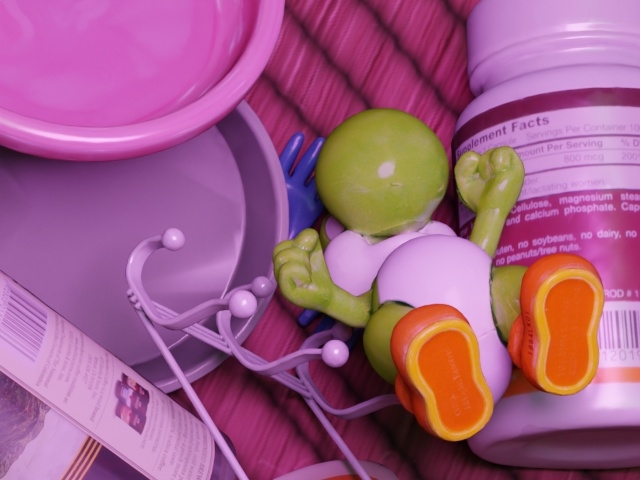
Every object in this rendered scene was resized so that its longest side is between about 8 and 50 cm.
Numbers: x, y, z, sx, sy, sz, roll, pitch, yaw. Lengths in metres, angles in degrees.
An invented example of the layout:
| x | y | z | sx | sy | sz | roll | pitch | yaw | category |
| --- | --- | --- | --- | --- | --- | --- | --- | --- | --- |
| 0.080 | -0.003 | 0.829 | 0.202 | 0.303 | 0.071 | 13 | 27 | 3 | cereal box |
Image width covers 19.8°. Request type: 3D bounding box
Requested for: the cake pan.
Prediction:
| x | y | z | sx | sy | sz | roll | pitch | yaw | category |
| --- | --- | --- | --- | --- | --- | --- | --- | --- | --- |
| -0.169 | -0.015 | 1.512 | 0.293 | 0.054 | 0.293 | -1 | 94 | -23 | cake pan |

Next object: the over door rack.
| x | y | z | sx | sy | sz | roll | pitch | yaw | category |
| --- | --- | --- | --- | --- | --- | --- | --- | --- | --- |
| -0.006 | 0.144 | 1.397 | 0.239 | 0.108 | 0.324 | 31 | 26 | -43 | over door rack |

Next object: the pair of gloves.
| x | y | z | sx | sy | sz | roll | pitch | yaw | category |
| --- | --- | --- | --- | --- | --- | --- | --- | --- | --- |
| 0.000 | 0.000 | 1.619 | 0.198 | 0.023 | 0.159 | 35 | 70 | 3 | pair of gloves |

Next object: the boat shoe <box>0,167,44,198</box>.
| x | y | z | sx | sy | sz | roll | pitch | yaw | category |
| --- | --- | --- | --- | --- | --- | --- | --- | --- | --- |
| -0.325 | -0.046 | 1.524 | 0.207 | 0.073 | 0.073 | -15 | 80 | -18 | boat shoe |

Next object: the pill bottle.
| x | y | z | sx | sy | sz | roll | pitch | yaw | category |
| --- | --- | --- | --- | --- | --- | --- | --- | --- | --- |
| 0.226 | -0.014 | 1.573 | 0.224 | 0.224 | 0.392 | 3 | 72 | -13 | pill bottle |

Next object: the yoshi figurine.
| x | y | z | sx | sy | sz | roll | pitch | yaw | category |
| --- | --- | --- | --- | --- | --- | --- | --- | --- | --- |
| 0.073 | 0.001 | 1.429 | 0.203 | 0.362 | 0.203 | 29 | 96 | -24 | yoshi figurine |

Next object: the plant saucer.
| x | y | z | sx | sy | sz | roll | pitch | yaw | category |
| --- | --- | --- | --- | --- | --- | --- | --- | --- | --- |
| -0.196 | -0.197 | 1.439 | 0.332 | 0.084 | 0.332 | 7 | 61 | -13 | plant saucer |

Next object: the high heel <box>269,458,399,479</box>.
| x | y | z | sx | sy | sz | roll | pitch | yaw | category |
| --- | --- | --- | --- | --- | --- | --- | --- | --- | --- |
| -0.081 | 0.310 | 1.488 | 0.377 | 0.181 | 0.127 | -29 | 73 | -41 | high heel |

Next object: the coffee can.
| x | y | z | sx | sy | sz | roll | pitch | yaw | category |
| --- | --- | --- | --- | --- | --- | --- | --- | --- | --- |
| -0.230 | 0.152 | 1.373 | 0.275 | 0.201 | 0.201 | 40 | 67 | -22 | coffee can |
